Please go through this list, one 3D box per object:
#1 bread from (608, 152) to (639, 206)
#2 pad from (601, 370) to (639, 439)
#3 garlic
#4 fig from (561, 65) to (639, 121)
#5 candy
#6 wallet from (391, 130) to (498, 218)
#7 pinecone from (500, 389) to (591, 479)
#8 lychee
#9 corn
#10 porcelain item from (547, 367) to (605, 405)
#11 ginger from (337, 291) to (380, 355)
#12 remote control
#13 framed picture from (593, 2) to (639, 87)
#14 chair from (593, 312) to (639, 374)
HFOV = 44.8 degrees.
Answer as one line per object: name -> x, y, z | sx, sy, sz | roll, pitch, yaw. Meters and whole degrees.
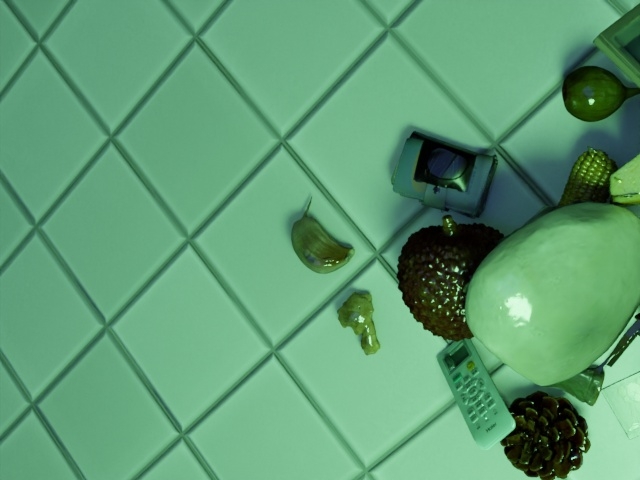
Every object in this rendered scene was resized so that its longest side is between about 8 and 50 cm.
bread -> 0.715, -0.107, 1.571 | 0.236, 0.263, 0.198 | -34, 74, 18
pad -> 0.741, 0.348, 1.724 | 0.190, 0.004, 0.127 | -32, 80, 21
garlic -> -0.012, -0.001, 2.007 | 0.128, 0.090, 0.198 | -39, 70, 5
fig -> 0.647, -0.332, 1.694 | 0.236, 0.124, 0.124 | -11, 88, 0
candy -> 0.522, 0.110, 1.624 | 0.427, 0.386, 0.186 | -42, 34, -4
wallet -> 0.295, -0.156, 1.863 | 0.231, 0.069, 0.170 | 21, 96, 20
pinecone -> 0.494, 0.439, 1.738 | 0.207, 0.208, 0.208 | 1, 93, 24
lychee -> 0.309, 0.083, 1.756 | 0.275, 0.276, 0.304 | 1, 117, 24
corn -> 0.568, -0.053, 1.730 | 0.102, 0.102, 0.313 | 25, 106, 21
porcelain item -> 0.533, 0.303, 1.777 | 0.215, 0.069, 0.081 | 19, 112, 21
ginger -> 0.095, 0.213, 1.967 | 0.096, 0.067, 0.165 | -11, 88, 2
remote control -> 0.358, 0.345, 1.787 | 0.103, 0.051, 0.293 | -46, 35, 19
framed picture -> 0.778, -0.381, 1.494 | 0.446, 0.028, 0.326 | -38, 80, -21
chair -> 0.740, 0.192, 1.623 | 0.160, 0.186, 0.319 | 41, 110, 23
